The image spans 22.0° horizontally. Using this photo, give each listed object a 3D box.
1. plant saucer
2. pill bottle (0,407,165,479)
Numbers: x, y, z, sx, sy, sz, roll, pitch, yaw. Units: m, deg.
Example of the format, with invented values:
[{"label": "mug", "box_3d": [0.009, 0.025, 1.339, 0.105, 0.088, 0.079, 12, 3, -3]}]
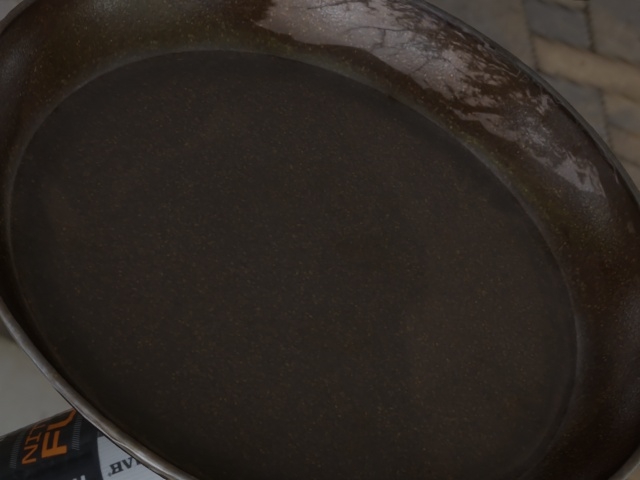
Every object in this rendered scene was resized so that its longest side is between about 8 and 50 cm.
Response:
[{"label": "plant saucer", "box_3d": [0.000, 0.000, 0.677, 0.310, 0.310, 0.050, 29, 134, 2]}, {"label": "pill bottle", "box_3d": [-0.155, 0.177, 1.109, 0.246, 0.130, 0.130, -23, 136, 19]}]
